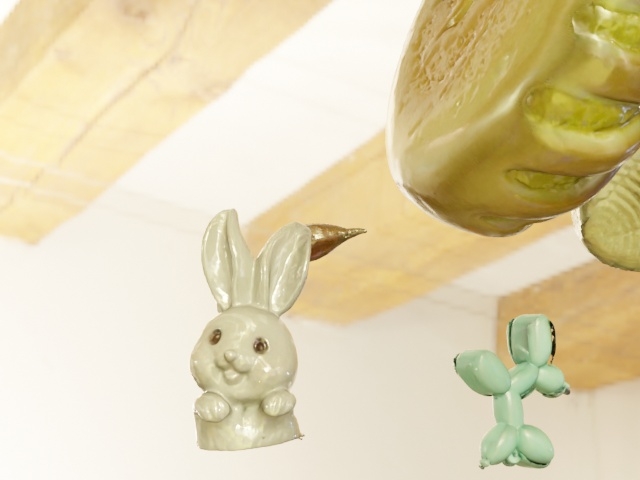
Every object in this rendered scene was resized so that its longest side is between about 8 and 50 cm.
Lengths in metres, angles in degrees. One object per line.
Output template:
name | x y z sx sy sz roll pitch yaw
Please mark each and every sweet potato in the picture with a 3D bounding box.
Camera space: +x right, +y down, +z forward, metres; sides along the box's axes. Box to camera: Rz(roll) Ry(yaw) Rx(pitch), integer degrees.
sweet potato | 0.000 0.000 1.726 0.117 0.049 0.049 -12 -25 5

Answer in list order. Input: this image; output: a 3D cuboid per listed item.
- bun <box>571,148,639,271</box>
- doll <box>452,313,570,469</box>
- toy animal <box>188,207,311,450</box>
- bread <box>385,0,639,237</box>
bun | 0.412 -0.087 1.699 0.259 0.152 0.259 -6 -47 -6
doll | 0.213 0.176 1.542 0.059 0.159 0.158 -11 -70 56
toy animal | -0.067 0.081 1.293 0.104 0.220 0.131 1 2 12
bread | 0.182 -0.148 1.088 0.160 0.333 0.333 23 -28 -20
